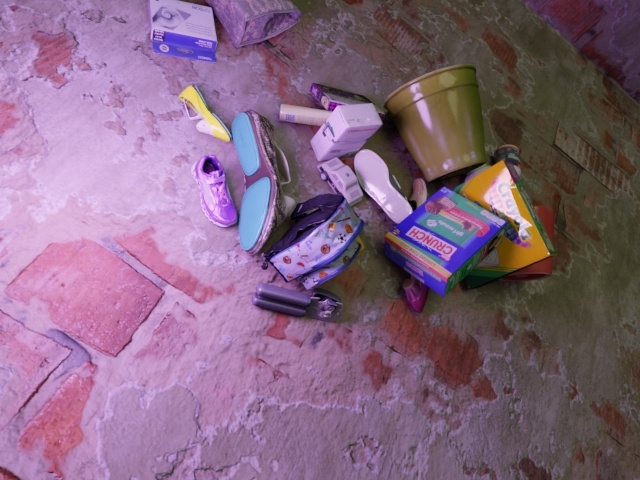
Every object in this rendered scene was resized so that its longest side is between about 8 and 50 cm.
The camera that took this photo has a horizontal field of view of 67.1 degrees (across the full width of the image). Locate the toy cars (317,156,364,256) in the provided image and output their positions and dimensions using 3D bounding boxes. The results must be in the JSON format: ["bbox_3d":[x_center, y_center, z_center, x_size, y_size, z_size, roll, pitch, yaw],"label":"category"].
[{"bbox_3d":[0.079,-0.122,1.636,0.176,0.087,0.394,13,61,-22],"label":"toy cars"}]

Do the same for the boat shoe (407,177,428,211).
[{"bbox_3d":[0.362,-0.152,1.816,0.072,0.068,0.190,5,64,-13],"label":"boat shoe"}]

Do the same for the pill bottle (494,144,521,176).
[{"bbox_3d":[0.817,-0.317,2.106,0.107,0.108,0.180,19,60,-19],"label":"pill bottle"}]

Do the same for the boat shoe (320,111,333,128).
[{"bbox_3d":[0.057,-0.471,1.808,0.170,0.063,0.059,-29,88,-34],"label":"boat shoe"}]

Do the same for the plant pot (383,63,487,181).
[{"bbox_3d":[0.469,-0.421,1.856,0.366,0.366,0.354,-15,86,-32],"label":"plant pot"}]

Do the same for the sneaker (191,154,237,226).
[{"bbox_3d":[-0.311,-0.156,1.438,0.095,0.104,0.237,-17,76,-34],"label":"sneaker"}]

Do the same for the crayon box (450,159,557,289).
[{"bbox_3d":[0.609,-0.050,1.732,0.106,0.313,0.363,-3,67,-47],"label":"crayon box"}]

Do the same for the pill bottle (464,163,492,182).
[{"bbox_3d":[0.665,-0.234,1.970,0.131,0.131,0.230,-15,74,-32],"label":"pill bottle"}]

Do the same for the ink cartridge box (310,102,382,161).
[{"bbox_3d":[0.088,-0.376,1.681,0.160,0.219,0.093,-14,75,-32],"label":"ink cartridge box"}]

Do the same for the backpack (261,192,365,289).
[{"bbox_3d":[0.000,0.000,1.410,0.213,0.263,0.277,42,43,-12],"label":"backpack"}]

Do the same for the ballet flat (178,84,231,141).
[{"bbox_3d":[-0.376,-0.394,1.548,0.077,0.077,0.231,-34,81,-14],"label":"ballet flat"}]

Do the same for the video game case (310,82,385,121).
[{"bbox_3d":[0.098,-0.516,1.803,0.231,0.042,0.210,5,32,-26],"label":"video game case"}]

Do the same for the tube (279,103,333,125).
[{"bbox_3d":[-0.025,-0.438,1.710,0.239,0.062,0.070,7,24,-4],"label":"tube"}]

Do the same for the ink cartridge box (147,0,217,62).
[{"bbox_3d":[-0.473,-0.731,1.666,0.223,0.045,0.224,-1,68,-28],"label":"ink cartridge box"}]

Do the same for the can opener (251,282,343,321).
[{"bbox_3d":[-0.065,0.176,1.442,0.283,0.076,0.095,17,28,-19],"label":"can opener"}]

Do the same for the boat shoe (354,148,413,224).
[{"bbox_3d":[0.230,-0.190,1.764,0.320,0.116,0.099,57,12,15],"label":"boat shoe"}]

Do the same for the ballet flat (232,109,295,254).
[{"bbox_3d":[-0.164,-0.181,1.503,0.181,0.164,0.484,12,62,-43],"label":"ballet flat"}]

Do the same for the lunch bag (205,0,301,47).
[{"bbox_3d":[-0.239,-0.879,1.787,0.286,0.169,0.235,-31,83,-30],"label":"lunch bag"}]

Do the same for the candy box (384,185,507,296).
[{"bbox_3d":[0.415,-0.005,1.625,0.317,0.122,0.268,-39,55,-21],"label":"candy box"}]

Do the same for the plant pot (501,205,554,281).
[{"bbox_3d":[0.756,0.022,1.830,0.274,0.275,0.244,6,74,-25],"label":"plant pot"}]

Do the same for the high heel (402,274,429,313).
[{"bbox_3d":[0.362,0.138,1.680,0.117,0.082,0.244,62,39,-21],"label":"high heel"}]
